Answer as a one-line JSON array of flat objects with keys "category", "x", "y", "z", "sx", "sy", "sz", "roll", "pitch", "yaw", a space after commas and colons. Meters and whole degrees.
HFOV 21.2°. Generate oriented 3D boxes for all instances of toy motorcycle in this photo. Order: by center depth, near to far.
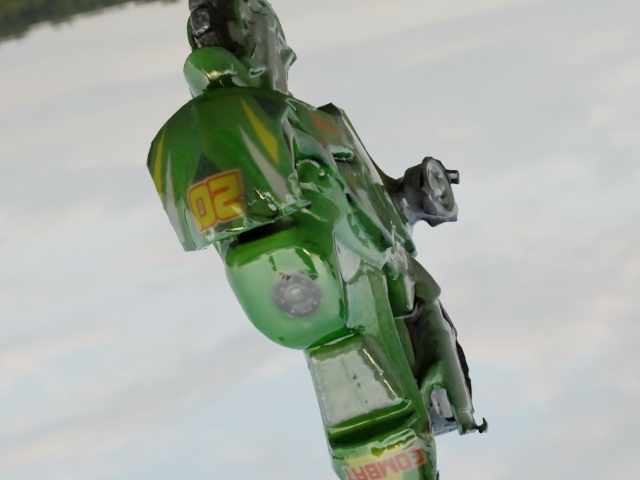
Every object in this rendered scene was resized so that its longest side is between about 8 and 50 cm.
[{"category": "toy motorcycle", "x": 0.000, "y": 0.000, "z": 0.581, "sx": 0.074, "sy": 0.190, "sz": 0.106, "roll": -21, "pitch": -158, "yaw": 24}]
